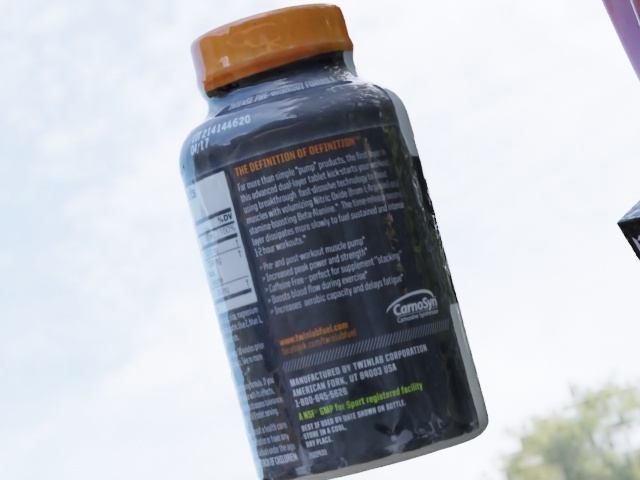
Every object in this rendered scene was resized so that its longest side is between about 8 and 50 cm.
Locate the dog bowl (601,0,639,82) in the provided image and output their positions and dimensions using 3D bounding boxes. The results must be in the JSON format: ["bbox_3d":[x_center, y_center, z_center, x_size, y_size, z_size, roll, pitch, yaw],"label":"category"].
[{"bbox_3d":[0.274,-0.262,1.481,0.150,0.408,0.408,-23,-28,6],"label":"dog bowl"}]

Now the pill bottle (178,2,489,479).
[{"bbox_3d":[0.000,0.000,1.035,0.130,0.246,0.130,-14,-3,-1],"label":"pill bottle"}]

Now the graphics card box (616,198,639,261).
[{"bbox_3d":[0.457,0.063,1.807,0.233,0.371,0.094,-40,13,-31],"label":"graphics card box"}]
